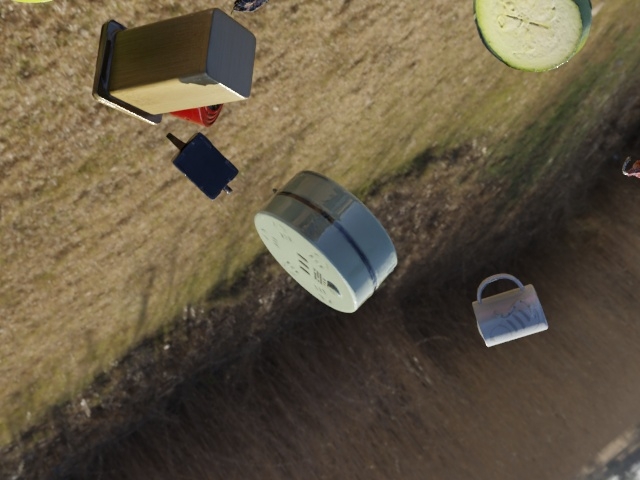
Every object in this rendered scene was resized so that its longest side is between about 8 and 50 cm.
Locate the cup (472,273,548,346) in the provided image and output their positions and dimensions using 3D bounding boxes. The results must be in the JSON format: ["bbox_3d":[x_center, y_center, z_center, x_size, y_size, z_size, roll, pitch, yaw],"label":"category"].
[{"bbox_3d":[0.384,0.144,1.365,0.133,0.099,0.136,-19,135,15],"label":"cup"}]

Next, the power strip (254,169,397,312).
[{"bbox_3d":[0.000,0.000,1.597,0.161,0.357,0.357,-45,154,-18],"label":"power strip"}]

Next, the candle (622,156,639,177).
[{"bbox_3d":[0.699,-0.164,1.398,0.162,0.053,0.048,-16,107,-24],"label":"candle"}]

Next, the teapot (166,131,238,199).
[{"bbox_3d":[-0.251,-0.159,1.386,0.087,0.096,0.177,-50,121,-7],"label":"teapot"}]

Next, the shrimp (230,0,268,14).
[{"bbox_3d":[-0.122,-0.456,1.200,0.073,0.075,0.190,52,46,-26],"label":"shrimp"}]

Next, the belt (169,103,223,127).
[{"bbox_3d":[-0.336,-0.445,1.813,0.324,0.115,0.227,98,8,-78],"label":"belt"}]

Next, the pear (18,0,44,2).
[{"bbox_3d":[-0.556,-0.624,1.389,0.292,0.292,0.159,-40,163,-2],"label":"pear"}]

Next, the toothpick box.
[{"bbox_3d":[-0.308,-0.378,1.431,0.190,0.308,0.187,22,71,-55],"label":"toothpick box"}]

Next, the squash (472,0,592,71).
[{"bbox_3d":[0.372,-0.405,1.187,0.041,0.219,0.219,-42,155,-26],"label":"squash"}]
